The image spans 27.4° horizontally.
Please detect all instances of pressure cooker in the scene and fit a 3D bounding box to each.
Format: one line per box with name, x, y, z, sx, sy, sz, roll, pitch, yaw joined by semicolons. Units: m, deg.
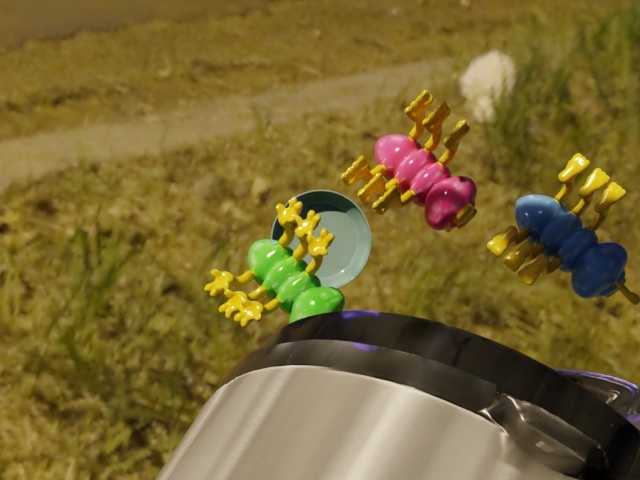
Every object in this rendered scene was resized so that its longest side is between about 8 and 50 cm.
pressure cooker;0.047;0.247;0.806;0.369;0.376;0.420;21;53;17

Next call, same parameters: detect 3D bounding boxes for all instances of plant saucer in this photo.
plant saucer;0.000;0.000;1.549;0.119;0.119;0.021;21;-1;-6

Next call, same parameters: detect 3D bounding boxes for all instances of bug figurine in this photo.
bug figurine;0.063;0.033;0.879;0.216;0.279;0.072;48;0;24
